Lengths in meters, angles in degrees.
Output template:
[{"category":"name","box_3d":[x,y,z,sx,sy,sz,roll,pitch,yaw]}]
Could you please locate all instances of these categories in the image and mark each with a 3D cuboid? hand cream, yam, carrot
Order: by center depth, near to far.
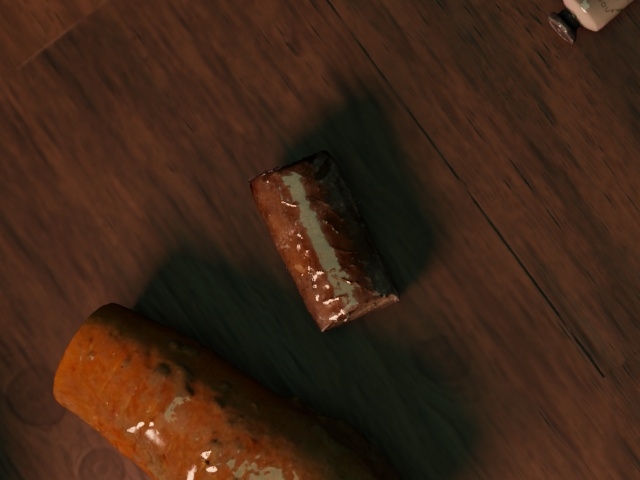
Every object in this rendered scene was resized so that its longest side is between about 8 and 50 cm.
[{"category":"carrot","box_3d":[-0.073,0.170,1.518,0.301,0.138,0.139,30,93,11]},{"category":"hand cream","box_3d":[0.262,-0.234,1.520,0.194,0.042,0.067,-44,81,1]},{"category":"yam","box_3d":[0.002,-0.001,1.537,0.079,0.079,0.141,-26,86,8]}]
